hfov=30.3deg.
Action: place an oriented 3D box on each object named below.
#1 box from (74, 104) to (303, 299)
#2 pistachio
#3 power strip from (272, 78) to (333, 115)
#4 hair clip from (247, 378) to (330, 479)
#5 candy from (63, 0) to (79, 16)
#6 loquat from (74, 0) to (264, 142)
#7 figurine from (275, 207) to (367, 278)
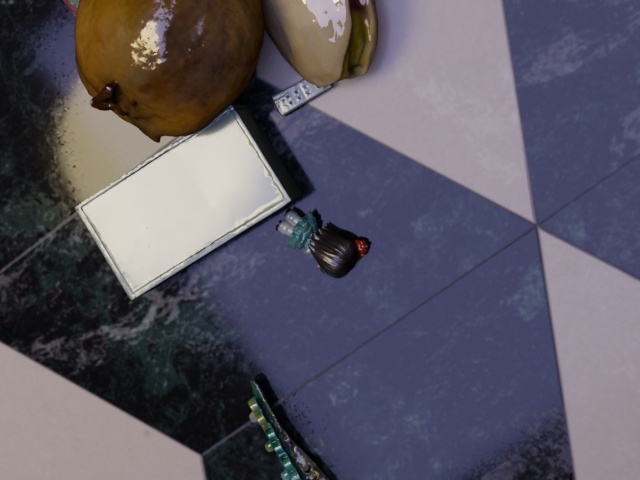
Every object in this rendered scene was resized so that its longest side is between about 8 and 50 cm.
[{"bbox_3d":[-0.153,-0.046,1.389,0.225,0.086,0.129,-31,90,11],"label":"box"},{"bbox_3d":[-0.007,-0.274,1.329,0.145,0.117,0.200,-8,109,46],"label":"pistachio"},{"bbox_3d":[-0.019,-0.175,1.387,0.083,0.017,0.027,-29,92,13],"label":"power strip"},{"bbox_3d":[-0.044,0.247,1.425,0.049,0.049,0.173,-34,91,12],"label":"hair clip"},{"bbox_3d":[-0.259,-0.307,1.400,0.103,0.043,0.103,1,94,11],"label":"candy"},{"bbox_3d":[-0.163,-0.232,1.299,0.238,0.238,0.193,-44,132,11],"label":"loquat"},{"bbox_3d":[0.000,0.000,1.392,0.106,0.047,0.060,35,65,12],"label":"figurine"}]
